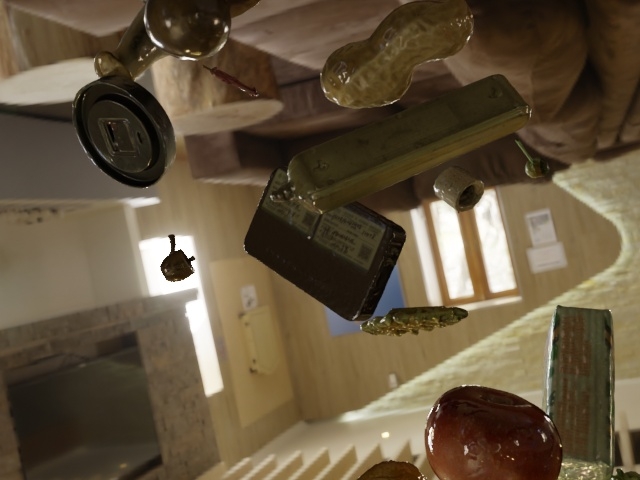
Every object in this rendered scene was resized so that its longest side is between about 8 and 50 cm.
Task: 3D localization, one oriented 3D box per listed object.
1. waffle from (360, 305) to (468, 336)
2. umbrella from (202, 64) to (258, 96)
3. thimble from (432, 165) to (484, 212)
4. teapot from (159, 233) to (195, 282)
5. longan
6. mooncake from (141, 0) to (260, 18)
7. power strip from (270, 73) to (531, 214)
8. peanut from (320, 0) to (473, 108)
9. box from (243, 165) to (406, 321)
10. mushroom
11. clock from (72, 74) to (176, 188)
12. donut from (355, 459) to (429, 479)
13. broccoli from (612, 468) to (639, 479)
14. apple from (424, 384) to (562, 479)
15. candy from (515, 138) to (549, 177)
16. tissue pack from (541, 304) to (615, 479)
[{"bbox_3d":[0.216,0.182,1.841,0.223,0.054,0.204,-1,164,-22],"label":"waffle"},{"bbox_3d":[-0.240,-0.429,2.128,0.165,0.027,0.025,28,176,-2],"label":"umbrella"},{"bbox_3d":[0.359,-0.135,2.075,0.102,0.090,0.115,-50,145,3],"label":"thimble"},{"bbox_3d":[-0.323,0.042,1.786,0.080,0.110,0.085,-29,159,-3],"label":"teapot"},{"bbox_3d":[-0.254,-0.423,1.533,0.167,0.167,0.187,-12,-140,-8],"label":"longan"},{"bbox_3d":[-0.283,-0.696,1.779,0.394,0.393,0.246,21,-169,-30],"label":"mooncake"},{"bbox_3d":[0.110,-0.130,1.128,0.387,0.092,0.066,-22,143,-8],"label":"power strip"},{"bbox_3d":[0.134,-0.328,1.410,0.298,0.136,0.120,-30,-163,26],"label":"peanut"},{"bbox_3d":[0.000,0.000,1.619,0.350,0.211,0.058,33,-166,37],"label":"box"},{"bbox_3d":[-0.419,-0.494,1.986,0.328,0.159,0.122,-55,172,-30],"label":"mushroom"},{"bbox_3d":[-0.465,-0.258,1.896,0.281,0.280,0.055,-13,-156,39],"label":"clock"},{"bbox_3d":[0.141,0.584,1.647,0.253,0.253,0.118,-12,-170,-19],"label":"donut"},{"bbox_3d":[0.865,0.466,1.735,0.353,0.397,0.275,4,-171,-7],"label":"broccoli"},{"bbox_3d":[0.248,0.304,1.158,0.201,0.162,0.201,12,-175,-1],"label":"apple"},{"bbox_3d":[0.548,-0.220,2.094,0.061,0.061,0.202,-13,154,27],"label":"candy"},{"bbox_3d":[0.476,0.308,1.487,0.128,0.311,0.228,4,146,13],"label":"tissue pack"}]
